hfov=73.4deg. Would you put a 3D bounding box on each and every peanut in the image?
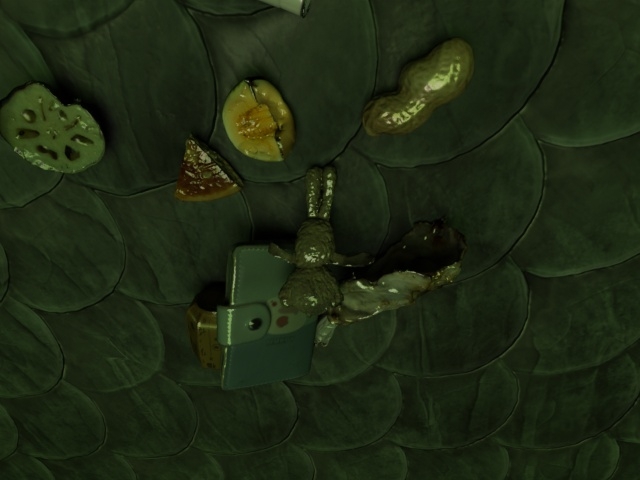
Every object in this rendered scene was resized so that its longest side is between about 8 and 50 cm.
[{"bbox_3d":[0.174,-0.264,0.774,0.228,0.085,0.104,-39,101,24],"label":"peanut"}]

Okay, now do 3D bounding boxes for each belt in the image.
[{"bbox_3d":[0.029,0.189,1.062,0.071,0.053,0.232,33,116,-15],"label":"belt"}]

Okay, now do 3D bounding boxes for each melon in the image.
[{"bbox_3d":[-0.120,-0.232,0.826,0.128,0.079,0.160,-9,121,30],"label":"melon"}]

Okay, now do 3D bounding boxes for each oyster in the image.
[{"bbox_3d":[0.148,0.080,0.894,0.337,0.198,0.133,-29,97,14],"label":"oyster"}]

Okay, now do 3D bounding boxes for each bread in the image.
[{"bbox_3d":[-0.225,-0.135,0.895,0.136,0.054,0.154,19,125,-5],"label":"bread"}]

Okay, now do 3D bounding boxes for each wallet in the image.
[{"bbox_3d":[-0.109,0.166,0.961,0.253,0.083,0.359,-3,109,-32],"label":"wallet"}]

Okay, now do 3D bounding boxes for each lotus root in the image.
[{"bbox_3d":[-0.521,-0.230,0.854,0.204,0.077,0.183,-16,129,18],"label":"lotus root"}]

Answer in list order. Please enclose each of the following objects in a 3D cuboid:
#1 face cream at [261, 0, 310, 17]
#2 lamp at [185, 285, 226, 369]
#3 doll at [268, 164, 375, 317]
[{"bbox_3d":[-0.128,-0.449,0.711,0.244,0.058,0.092,23,124,-2],"label":"face cream"},{"bbox_3d":[-0.239,0.212,1.041,0.162,0.161,0.184,5,118,2],"label":"lamp"},{"bbox_3d":[-0.018,0.002,0.864,0.203,0.091,0.285,-21,83,-3],"label":"doll"}]
